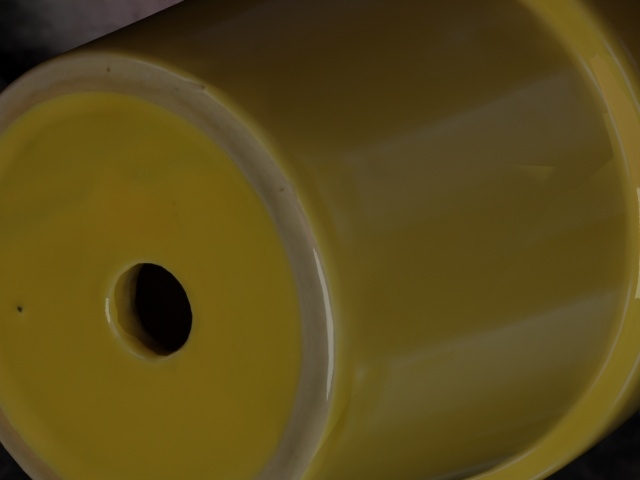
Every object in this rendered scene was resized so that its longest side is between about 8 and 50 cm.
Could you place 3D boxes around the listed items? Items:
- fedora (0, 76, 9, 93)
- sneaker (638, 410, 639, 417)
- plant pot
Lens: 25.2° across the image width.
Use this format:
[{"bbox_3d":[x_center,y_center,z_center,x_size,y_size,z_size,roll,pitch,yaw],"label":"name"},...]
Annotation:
[{"bbox_3d":[-0.227,0.044,0.661,0.244,0.124,0.275,18,68,23],"label":"fedora"},{"bbox_3d":[0.165,-0.014,0.634,0.082,0.069,0.209,-5,104,9],"label":"sneaker"},{"bbox_3d":[0.000,0.000,0.544,0.254,0.239,0.254,8,106,30],"label":"plant pot"}]
